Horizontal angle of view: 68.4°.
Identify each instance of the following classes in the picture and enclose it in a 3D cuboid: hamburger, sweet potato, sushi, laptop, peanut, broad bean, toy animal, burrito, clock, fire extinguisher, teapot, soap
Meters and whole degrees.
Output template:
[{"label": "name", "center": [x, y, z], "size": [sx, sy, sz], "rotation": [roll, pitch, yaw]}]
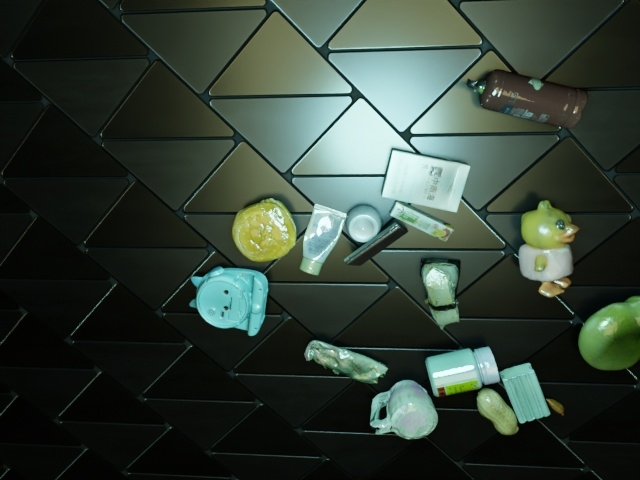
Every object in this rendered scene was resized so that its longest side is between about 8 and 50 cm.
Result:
[{"label": "hamburger", "center": [-0.185, -0.029, 1.545], "size": [0.214, 0.108, 0.214], "rotation": [0, 106, 0]}, {"label": "sweet potato", "center": [0.849, 0.597, 1.694], "size": [0.095, 0.034, 0.034], "rotation": [41, 107, -12]}, {"label": "sushi", "center": [0.404, 0.200, 1.562], "size": [0.134, 0.109, 0.273], "rotation": [-2, 109, 6]}, {"label": "laptop", "center": [0.180, 0.015, 1.508], "size": [0.207, 0.154, 0.026], "rotation": [-36, 74, 15]}, {"label": "peanut", "center": [0.635, 0.620, 1.691], "size": [0.098, 0.090, 0.214], "rotation": [-38, 101, 22]}, {"label": "broad bean", "center": [0.986, 0.304, 1.543], "size": [0.238, 0.119, 0.291], "rotation": [29, 111, -14]}, {"label": "toy animal", "center": [0.701, 0.013, 1.457], "size": [0.169, 0.195, 0.281], "rotation": [16, 120, 42]}, {"label": "burrito", "center": [0.093, 0.437, 1.691], "size": [0.309, 0.066, 0.096], "rotation": [21, 106, -5]}, {"label": "clock", "center": [-0.326, 0.207, 1.637], "size": [0.274, 0.094, 0.223], "rotation": [7, 107, 2]}, {"label": "fire extinguisher", "center": [0.569, -0.411, 1.336], "size": [0.337, 0.135, 0.114], "rotation": [14, 103, 1]}, {"label": "teapot", "center": [0.296, 0.606, 1.676], "size": [0.221, 0.178, 0.163], "rotation": [-41, 107, 14]}, {"label": "soap", "center": [0.725, 0.542, 1.671], "size": [0.114, 0.063, 0.198], "rotation": [-21, 105, 13]}]

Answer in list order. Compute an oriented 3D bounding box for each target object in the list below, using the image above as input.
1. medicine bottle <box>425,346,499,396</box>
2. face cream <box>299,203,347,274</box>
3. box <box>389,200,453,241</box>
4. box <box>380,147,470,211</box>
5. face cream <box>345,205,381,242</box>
[{"label": "medicine bottle", "center": [0.485, 0.450, 1.622], "size": [0.225, 0.139, 0.139], "rotation": [-16, 106, 10]}, {"label": "face cream", "center": [0.000, 0.000, 1.567], "size": [0.114, 0.070, 0.224], "rotation": [19, 96, -2]}, {"label": "box", "center": [0.325, -0.065, 1.519], "size": [0.207, 0.041, 0.050], "rotation": [26, 111, -3]}, {"label": "box", "center": [0.323, -0.188, 1.466], "size": [0.243, 0.067, 0.155], "rotation": [13, 110, 1]}, {"label": "face cream", "center": [0.138, -0.051, 1.505], "size": [0.117, 0.104, 0.117], "rotation": [1, 107, 4]}]
